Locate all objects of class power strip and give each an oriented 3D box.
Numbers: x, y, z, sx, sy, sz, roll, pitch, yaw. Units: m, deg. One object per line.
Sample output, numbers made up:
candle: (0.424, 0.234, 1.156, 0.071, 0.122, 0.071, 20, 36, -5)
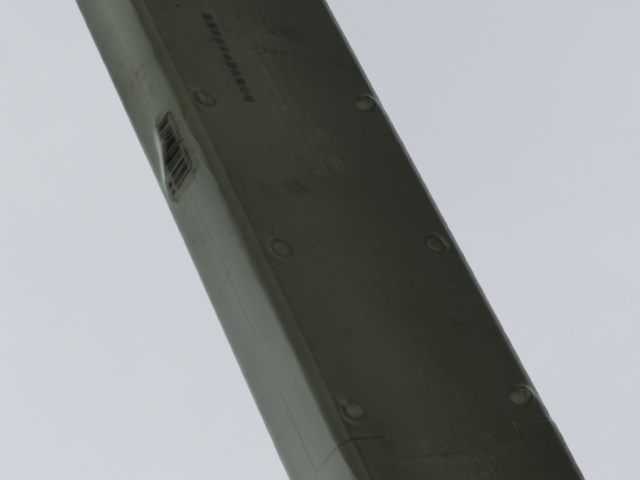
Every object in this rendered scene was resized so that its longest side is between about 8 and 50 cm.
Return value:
power strip: (0.000, 0.000, 0.750, 0.106, 0.043, 0.367, -1, -129, -34)
